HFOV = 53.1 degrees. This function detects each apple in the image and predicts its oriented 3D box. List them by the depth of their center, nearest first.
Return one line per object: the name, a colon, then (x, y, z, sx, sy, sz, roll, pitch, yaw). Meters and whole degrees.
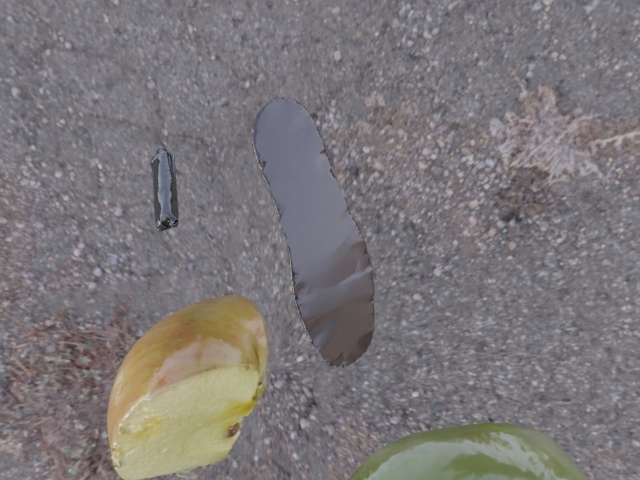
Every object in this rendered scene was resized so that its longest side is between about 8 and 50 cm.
apple: (-0.225, 0.247, 1.115, 0.252, 0.309, 0.314, 24, 33, 6)

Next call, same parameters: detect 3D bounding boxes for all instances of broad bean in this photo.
broad bean: (0.128, 0.235, 0.509, 0.263, 0.121, 0.189, 15, 99, -32)

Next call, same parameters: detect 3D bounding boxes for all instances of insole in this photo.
insole: (0.000, 0.000, 0.712, 0.111, 0.007, 0.328, -30, 116, -27)

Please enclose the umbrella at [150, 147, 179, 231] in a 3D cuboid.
umbrella: (-0.216, -0.072, 0.884, 0.036, 0.031, 0.133, -4, 57, -12)
